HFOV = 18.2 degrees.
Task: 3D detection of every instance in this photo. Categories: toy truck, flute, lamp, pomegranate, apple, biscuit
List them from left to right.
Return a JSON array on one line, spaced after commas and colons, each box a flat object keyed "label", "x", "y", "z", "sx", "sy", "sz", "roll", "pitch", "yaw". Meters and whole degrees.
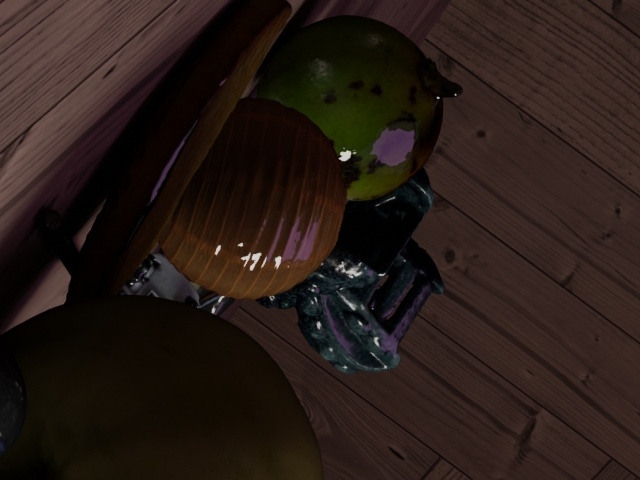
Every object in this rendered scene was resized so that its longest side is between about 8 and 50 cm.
[{"label": "flute", "x": -0.151, "y": 0.005, "z": 1.191, "sx": 0.014, "sy": 0.014, "sz": 0.269, "roll": -53, "pitch": 178, "yaw": -8}, {"label": "apple", "x": -0.125, "y": 0.154, "z": 1.123, "sx": 0.262, "sy": 0.262, "sz": 0.262, "roll": -53, "pitch": 178, "yaw": -2}, {"label": "toy truck", "x": -0.155, "y": 0.068, "z": 1.599, "sx": 0.077, "sy": 0.076, "sz": 0.111, "roll": -24, "pitch": -159, "yaw": 49}, {"label": "biscuit", "x": -0.087, "y": -0.058, "z": 1.218, "sx": 0.228, "sy": 0.031, "sz": 0.176, "roll": -59, "pitch": 179, "yaw": -31}, {"label": "lamp", "x": -0.050, "y": -0.029, "z": 1.334, "sx": 0.136, "sy": 0.136, "sz": 0.136, "roll": -53, "pitch": 178, "yaw": -2}, {"label": "pomegranate", "x": 0.006, "y": -0.082, "z": 1.571, "sx": 0.220, "sy": 0.156, "sz": 0.156, "roll": -49, "pitch": -179, "yaw": 30}]

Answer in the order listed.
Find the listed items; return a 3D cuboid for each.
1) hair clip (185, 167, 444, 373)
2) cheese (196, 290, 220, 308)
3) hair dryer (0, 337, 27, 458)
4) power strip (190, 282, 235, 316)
[{"label": "hair clip", "x": -0.005, "y": -0.004, "z": 1.796, "sx": 0.194, "sy": 0.206, "sz": 0.310, "roll": -53, "pitch": 161, "yaw": -16}, {"label": "cheese", "x": -0.131, "y": 0.069, "z": 1.750, "sx": 0.106, "sy": 0.037, "sz": 0.256, "roll": -29, "pitch": -178, "yaw": -32}, {"label": "hair dryer", "x": -0.222, "y": 0.113, "z": 0.862, "sx": 0.219, "sy": 0.075, "sz": 0.195, "roll": -46, "pitch": 167, "yaw": -10}, {"label": "power strip", "x": -0.093, "y": 0.010, "z": 2.102, "sx": 0.105, "sy": 0.070, "sz": 0.256, "roll": -56, "pitch": 180, "yaw": 12}]
